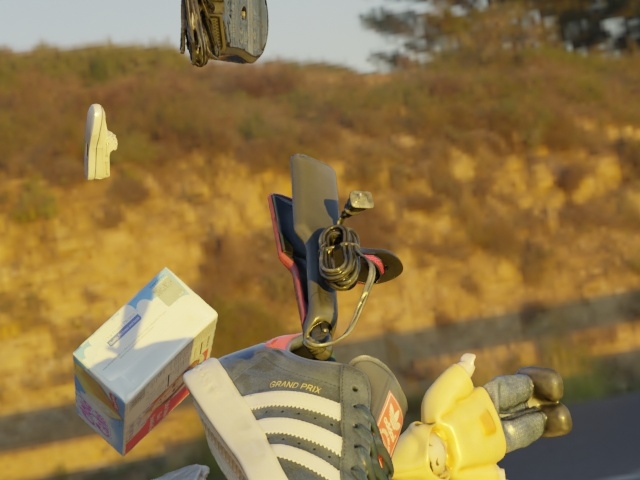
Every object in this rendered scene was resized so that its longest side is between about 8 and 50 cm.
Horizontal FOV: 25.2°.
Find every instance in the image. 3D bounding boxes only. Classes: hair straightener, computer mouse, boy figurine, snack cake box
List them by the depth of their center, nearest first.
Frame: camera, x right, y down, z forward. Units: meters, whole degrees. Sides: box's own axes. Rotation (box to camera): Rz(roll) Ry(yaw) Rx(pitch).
[{"bbox_3d":[0.000,0.000,1.021,0.047,0.089,0.230,23,28,-15],"label":"hair straightener"},{"bbox_3d":[-0.213,0.152,1.733,0.152,0.089,0.264,-45,-10,-22],"label":"snack cake box"},{"bbox_3d":[-0.135,-0.291,1.778,0.072,0.188,0.272,-1,-2,15],"label":"computer mouse"},{"bbox_3d":[0.192,0.235,1.823,0.285,0.177,0.092,-13,3,-41],"label":"boy figurine"}]

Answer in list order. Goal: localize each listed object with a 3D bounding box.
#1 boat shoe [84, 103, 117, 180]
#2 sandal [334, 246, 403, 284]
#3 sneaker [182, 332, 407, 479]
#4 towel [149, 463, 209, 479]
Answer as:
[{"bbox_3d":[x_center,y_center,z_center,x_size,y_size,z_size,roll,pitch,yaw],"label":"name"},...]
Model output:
[{"bbox_3d":[-0.254,-0.115,1.671,0.035,0.100,0.035,-5,33,-21],"label":"boat shoe"},{"bbox_3d":[0.060,0.040,2.174,0.179,0.040,0.067,18,-61,-44],"label":"sandal"},{"bbox_3d":[0.016,0.168,1.066,0.148,0.131,0.350,-24,35,-11],"label":"sneaker"},{"bbox_3d":[-0.200,0.283,1.269,0.187,0.049,0.282,-21,7,13],"label":"towel"}]
